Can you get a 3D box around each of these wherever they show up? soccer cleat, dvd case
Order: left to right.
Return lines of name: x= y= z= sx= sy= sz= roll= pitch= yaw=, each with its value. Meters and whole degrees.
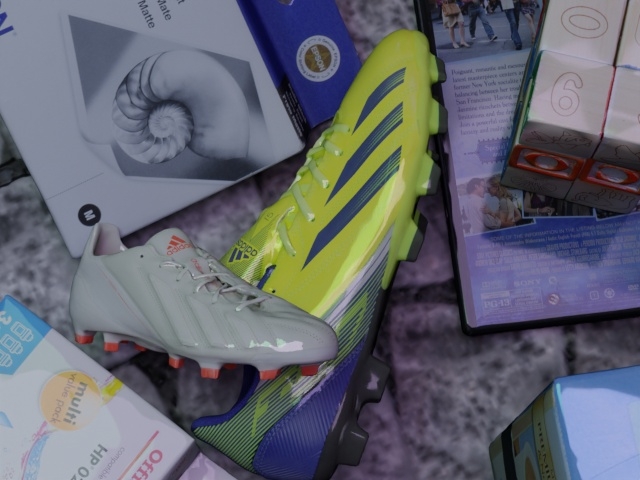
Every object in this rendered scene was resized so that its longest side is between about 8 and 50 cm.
soccer cleat: x=-0.072 y=0.033 z=0.875 sx=0.196 sy=0.068 sz=0.076 roll=8 pitch=94 yaw=39
soccer cleat: x=0.000 y=0.000 z=0.928 sx=0.121 sy=0.093 sz=0.289 roll=15 pitch=79 yaw=3
dvd case: x=0.162 y=-0.072 z=0.992 sx=0.180 sy=0.022 sz=0.253 roll=-7 pitch=75 yaw=-1

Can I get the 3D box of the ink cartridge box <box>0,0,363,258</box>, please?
ink cartridge box: x=-0.099 y=-0.133 z=0.941 sx=0.224 sy=0.045 sz=0.223 roll=-28 pitch=108 yaw=-7

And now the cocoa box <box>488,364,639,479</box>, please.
cocoa box: x=0.241 y=0.238 z=0.802 sx=0.231 sy=0.228 sz=0.347 roll=-9 pitch=75 yaw=-3

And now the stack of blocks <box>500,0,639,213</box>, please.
stack of blocks: x=0.188 y=-0.184 z=0.922 sx=0.087 sy=0.171 sz=0.297 roll=14 pitch=76 yaw=4

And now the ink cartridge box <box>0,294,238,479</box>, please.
ink cartridge box: x=-0.144 y=0.129 z=0.913 sx=0.181 sy=0.061 sz=0.104 roll=36 pitch=78 yaw=9
